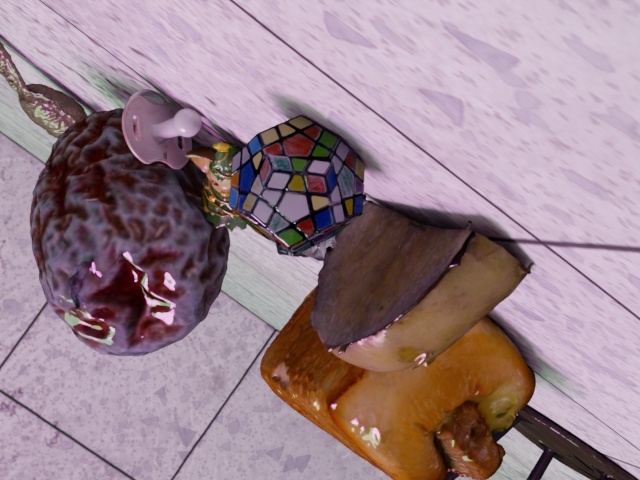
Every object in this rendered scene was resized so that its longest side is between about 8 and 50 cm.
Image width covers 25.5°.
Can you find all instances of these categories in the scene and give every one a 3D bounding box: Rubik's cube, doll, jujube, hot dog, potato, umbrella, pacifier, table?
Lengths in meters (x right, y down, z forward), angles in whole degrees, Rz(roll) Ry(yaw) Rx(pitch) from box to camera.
[{"bbox_3d":[-0.019,-0.043,1.115,0.111,0.111,0.093,37,-163,-13],"label":"Rubik's cube"},{"bbox_3d":[-0.354,-0.172,1.865,0.203,0.091,0.286,17,154,29],"label":"doll"},{"bbox_3d":[-0.209,-0.013,1.545,0.226,0.226,0.317,38,-163,-22],"label":"jujube"},{"bbox_3d":[0.094,0.159,1.543,0.223,0.185,0.405,38,173,-15],"label":"hot dog"},{"bbox_3d":[-0.088,-0.075,1.427,0.078,0.076,0.113,7,135,10],"label":"doll"},{"bbox_3d":[0.075,0.051,1.145,0.098,0.138,0.243,33,176,-20],"label":"potato"},{"bbox_3d":[0.000,0.000,1.509,0.050,0.046,0.188,23,173,-19],"label":"umbrella"},{"bbox_3d":[-0.151,-0.116,1.407,0.078,0.081,0.099,-13,169,36],"label":"pacifier"},{"bbox_3d":[0.269,0.379,1.901,0.317,0.249,0.317,34,173,5],"label":"table"}]
